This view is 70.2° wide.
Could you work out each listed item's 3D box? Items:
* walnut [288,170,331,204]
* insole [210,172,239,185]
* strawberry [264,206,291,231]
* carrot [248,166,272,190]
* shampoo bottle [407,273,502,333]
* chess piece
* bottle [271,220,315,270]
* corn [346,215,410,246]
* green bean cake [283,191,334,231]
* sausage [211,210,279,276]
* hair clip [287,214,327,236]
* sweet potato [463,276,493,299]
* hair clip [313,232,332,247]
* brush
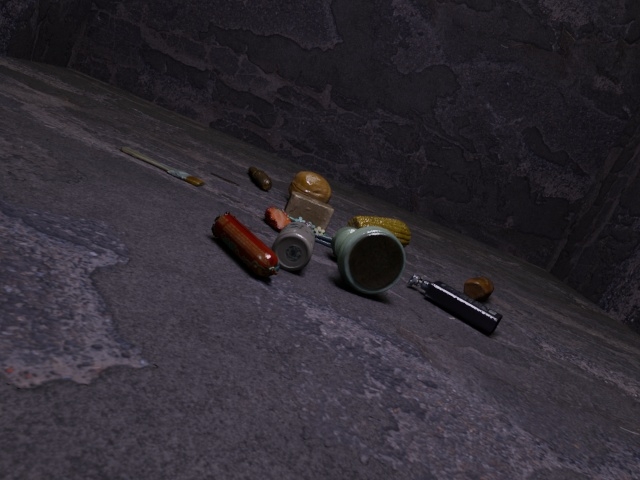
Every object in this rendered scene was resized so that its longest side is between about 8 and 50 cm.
[{"bbox_3d":[-0.046,-0.231,2.098,0.197,0.165,0.165,12,18,-28],"label":"walnut"},{"bbox_3d":[-0.413,-0.265,1.966,0.135,0.002,0.045,24,14,2],"label":"insole"},{"bbox_3d":[-0.150,-0.070,1.590,0.104,0.048,0.152,26,26,-21],"label":"strawberry"},{"bbox_3d":[-0.303,-0.313,2.202,0.070,0.070,0.342,16,14,-28],"label":"carrot"},{"bbox_3d":[0.434,0.195,1.493,0.310,0.071,0.098,31,17,28],"label":"shampoo bottle"},{"bbox_3d":[0.120,0.036,1.392,0.195,0.194,0.299,20,5,-15],"label":"chess piece"},{"bbox_3d":[-0.070,0.004,1.312,0.110,0.110,0.233,23,14,-2],"label":"bottle"},{"bbox_3d":[0.243,-0.032,1.884,0.387,0.143,0.144,10,20,-47],"label":"corn"},{"bbox_3d":[-0.048,-0.109,1.760,0.179,0.109,0.085,20,15,-11],"label":"green bean cake"},{"bbox_3d":[-0.183,0.016,1.150,0.083,0.083,0.264,9,21,-46],"label":"sausage"},{"bbox_3d":[-0.050,-0.047,1.684,0.173,0.049,0.049,23,14,-9],"label":"hair clip"},{"bbox_3d":[0.641,0.193,1.819,0.097,0.097,0.252,33,12,32],"label":"sweet potato"},{"bbox_3d":[0.000,0.000,1.608,0.230,0.039,0.070,17,14,-8],"label":"hair clip"},{"bbox_3d":[-0.592,-0.279,1.694,0.337,0.020,0.085,24,14,2],"label":"brush"}]
